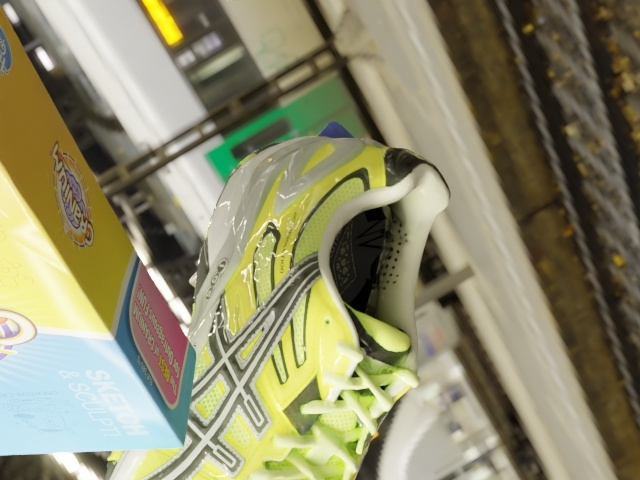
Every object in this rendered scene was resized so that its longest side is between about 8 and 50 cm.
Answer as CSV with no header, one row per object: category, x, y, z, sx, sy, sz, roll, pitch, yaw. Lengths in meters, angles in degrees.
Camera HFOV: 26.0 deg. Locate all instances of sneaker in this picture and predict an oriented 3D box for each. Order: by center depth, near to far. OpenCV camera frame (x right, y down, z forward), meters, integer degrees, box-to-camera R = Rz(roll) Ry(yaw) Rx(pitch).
sneaker,-0.025,0.103,0.863,0.145,0.385,0.147,24,160,-35

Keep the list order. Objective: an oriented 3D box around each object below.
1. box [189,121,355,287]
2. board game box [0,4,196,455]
box,0.000,0.000,1.287,0.136,0.225,0.036,42,154,-6
board game box,-0.221,0.010,0.685,0.317,0.242,0.064,69,-159,-53
